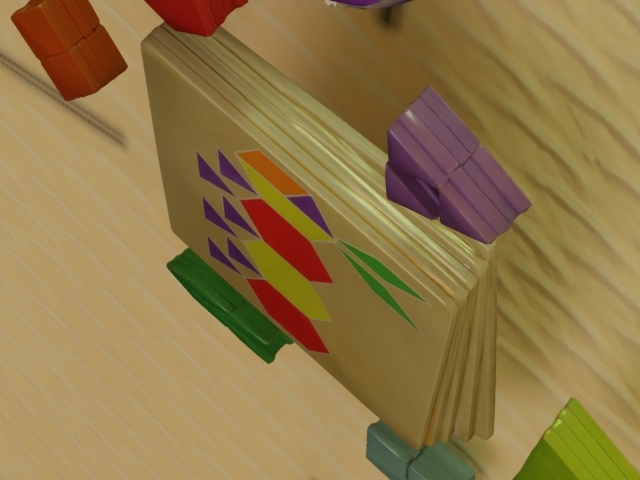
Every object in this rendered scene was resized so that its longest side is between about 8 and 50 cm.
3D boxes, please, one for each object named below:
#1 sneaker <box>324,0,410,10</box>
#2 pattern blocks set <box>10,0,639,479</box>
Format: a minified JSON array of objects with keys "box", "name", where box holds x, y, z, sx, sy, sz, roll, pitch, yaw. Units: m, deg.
[{"box":[-0.025,-0.188,0.457,0.293,0.102,0.146,65,170,-18],"name":"sneaker"},{"box":[0.000,0.000,0.627,0.285,0.026,0.325,44,164,6],"name":"pattern blocks set"}]
